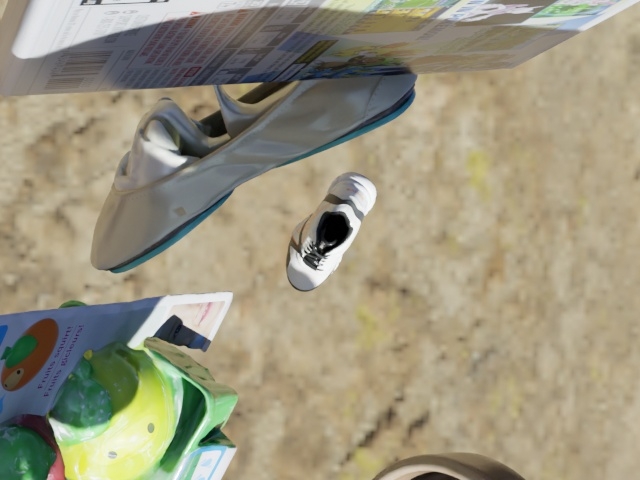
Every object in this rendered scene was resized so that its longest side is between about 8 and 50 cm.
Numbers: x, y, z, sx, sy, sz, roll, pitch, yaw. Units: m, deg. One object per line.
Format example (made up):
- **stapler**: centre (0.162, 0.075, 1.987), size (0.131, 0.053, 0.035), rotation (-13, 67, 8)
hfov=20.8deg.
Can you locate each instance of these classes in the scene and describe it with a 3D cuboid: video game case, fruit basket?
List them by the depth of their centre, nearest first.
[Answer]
- **video game case**: centre (0.009, -0.119, 0.814), size (0.329, 0.300, 0.036), rotation (158, -73, -74)
- **fruit basket**: centre (-0.208, 0.188, 1.286), size (0.327, 0.165, 0.353), rotation (-62, 165, 13)

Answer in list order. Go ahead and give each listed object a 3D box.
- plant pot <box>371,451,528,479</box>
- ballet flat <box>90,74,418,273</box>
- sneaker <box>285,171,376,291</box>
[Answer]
- **plant pot**: centre (0.183, 0.319, 1.593), size (0.229, 0.263, 0.263), rotation (1, 92, -41)
- **ballet flat**: centre (-0.059, -0.068, 1.056), size (0.086, 0.248, 0.086), rotation (50, 22, -29)
- **sneaker**: centre (0.000, 0.000, 1.203), size (0.109, 0.040, 0.043), rotation (-61, -179, 42)
